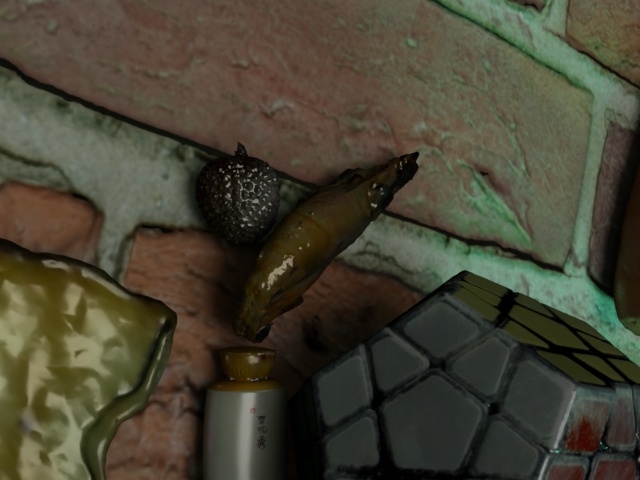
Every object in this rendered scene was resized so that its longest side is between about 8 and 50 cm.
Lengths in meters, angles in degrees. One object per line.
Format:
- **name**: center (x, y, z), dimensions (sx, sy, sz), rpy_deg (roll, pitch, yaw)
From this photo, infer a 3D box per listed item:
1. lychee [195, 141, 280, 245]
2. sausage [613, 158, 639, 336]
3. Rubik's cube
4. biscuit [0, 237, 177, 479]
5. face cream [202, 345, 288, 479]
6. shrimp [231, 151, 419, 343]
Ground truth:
- **lychee**: center (-0.065, -0.036, 0.692), dimensions (0.067, 0.068, 0.083), rpy_deg (-8, 99, 4)
- **sausage**: center (0.425, -0.082, 1.050), dimensions (0.094, 0.094, 0.418), rpy_deg (19, 76, -5)
- **Rubik's cube**: center (0.121, 0.181, 0.700), dimensions (0.319, 0.319, 0.264), rpy_deg (52, 34, -24)
- **biscuit**: center (-0.223, 0.146, 0.562), dimensions (0.335, 0.078, 0.329), rpy_deg (-30, 104, -34)
- **face cream**: center (-0.060, 0.176, 0.696), dimensions (0.072, 0.051, 0.182), rpy_deg (3, 86, -34)
- **shrimp**: center (0.000, -0.009, 0.749), dimensions (0.066, 0.117, 0.262), rpy_deg (43, 40, 7)
